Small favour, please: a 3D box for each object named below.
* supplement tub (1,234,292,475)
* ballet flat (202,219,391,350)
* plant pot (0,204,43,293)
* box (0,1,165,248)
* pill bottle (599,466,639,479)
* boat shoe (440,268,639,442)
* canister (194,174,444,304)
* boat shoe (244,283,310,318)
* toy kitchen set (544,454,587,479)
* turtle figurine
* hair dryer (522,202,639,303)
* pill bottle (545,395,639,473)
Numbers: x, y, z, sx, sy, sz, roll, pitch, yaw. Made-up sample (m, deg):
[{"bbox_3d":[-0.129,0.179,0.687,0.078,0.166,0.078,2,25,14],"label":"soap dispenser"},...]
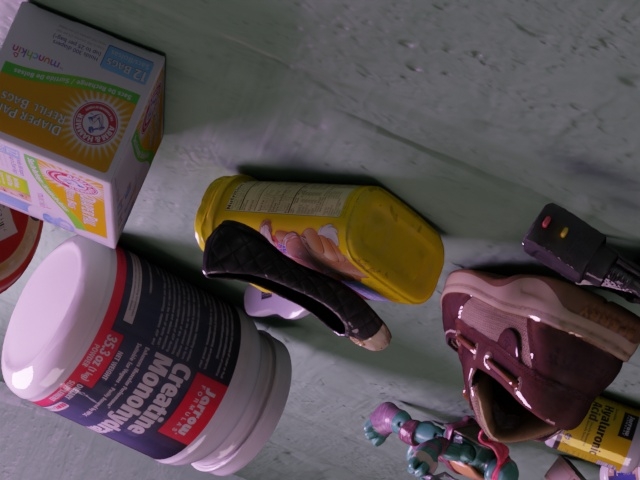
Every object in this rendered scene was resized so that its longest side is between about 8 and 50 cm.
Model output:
[{"bbox_3d":[-0.187,0.128,1.833,0.272,0.191,0.191,29,163,-27],"label":"supplement tub"},{"bbox_3d":[-0.019,0.044,1.305,0.173,0.049,0.057,32,159,-21],"label":"ballet flat"},{"bbox_3d":[-0.363,-0.029,1.531,0.174,0.191,0.191,3,157,38],"label":"plant pot"},{"bbox_3d":[-0.186,-0.081,1.265,0.114,0.103,0.203,21,165,0],"label":"box"},{"bbox_3d":[0.338,0.243,1.760,0.067,0.067,0.120,24,165,-11],"label":"pill bottle"},{"bbox_3d":[0.155,0.101,1.359,0.123,0.123,0.342,24,174,-11],"label":"boat shoe"},{"bbox_3d":[0.000,0.000,1.358,0.170,0.073,0.126,4,156,44],"label":"canister"},{"bbox_3d":[-0.029,0.054,1.653,0.040,0.049,0.142,7,174,-27],"label":"boat shoe"},{"bbox_3d":[0.327,0.285,1.991,0.083,0.068,0.075,30,-169,-30],"label":"toy kitchen set"},{"bbox_3d":[0.161,0.264,1.988,0.175,0.118,0.234,50,167,-34],"label":"turtle figurine"},{"bbox_3d":[0.288,0.032,1.129,0.294,0.080,0.223,22,-178,19],"label":"hair dryer"},{"bbox_3d":[0.283,0.188,1.648,0.116,0.065,0.065,19,165,7],"label":"pill bottle"}]
